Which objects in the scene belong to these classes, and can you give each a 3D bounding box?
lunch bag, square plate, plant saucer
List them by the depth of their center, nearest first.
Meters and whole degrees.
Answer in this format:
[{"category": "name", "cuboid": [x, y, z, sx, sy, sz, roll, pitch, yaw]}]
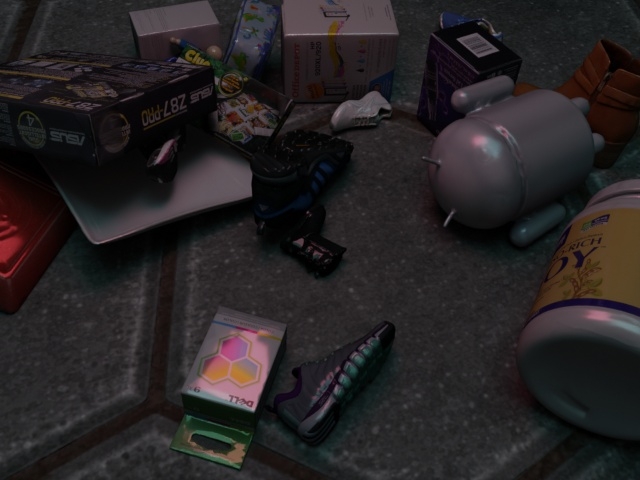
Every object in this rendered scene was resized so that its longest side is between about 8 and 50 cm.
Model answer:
[{"category": "plant saucer", "cuboid": [-0.550, -0.044, 1.132, 0.258, 0.048, 0.259, 28, 49, -8]}, {"category": "square plate", "cuboid": [-0.318, -0.136, 1.258, 0.347, 0.049, 0.344, -20, 52, -33]}, {"category": "lunch bag", "cuboid": [-0.156, -0.390, 1.446, 0.090, 0.176, 0.219, 20, 44, -15]}]

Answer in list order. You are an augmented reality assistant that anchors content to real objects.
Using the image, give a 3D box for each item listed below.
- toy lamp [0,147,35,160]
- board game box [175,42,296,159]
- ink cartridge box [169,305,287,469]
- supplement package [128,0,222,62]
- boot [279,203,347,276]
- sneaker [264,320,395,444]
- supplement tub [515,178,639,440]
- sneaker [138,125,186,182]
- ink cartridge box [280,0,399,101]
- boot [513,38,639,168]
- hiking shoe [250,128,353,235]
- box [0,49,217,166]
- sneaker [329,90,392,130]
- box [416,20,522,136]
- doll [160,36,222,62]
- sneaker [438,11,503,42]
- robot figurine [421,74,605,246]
[{"category": "toy lamp", "cuboid": [-0.600, -0.134, 1.252, 0.080, 0.080, 0.275, 26, 52, 19]}, {"category": "board game box", "cuboid": [-0.186, -0.263, 1.317, 0.259, 0.030, 0.136, 32, 89, 18]}, {"category": "ink cartridge box", "cuboid": [-0.129, 0.203, 0.986, 0.108, 0.062, 0.209, 14, 49, 8]}, {"category": "supplement package", "cuboid": [-0.317, -0.448, 1.530, 0.179, 0.105, 0.105, -14, 49, -15]}, {"category": "boot", "cuboid": [0.000, -0.001, 1.189, 0.099, 0.045, 0.121, 30, 58, 23]}, {"category": "sneaker", "cuboid": [0.019, 0.182, 1.004, 0.098, 0.083, 0.223, 27, 53, 26]}, {"category": "supplement tub", "cuboid": [0.444, 0.089, 1.004, 0.240, 0.241, 0.331, 23, 50, 16]}, {"category": "sneaker", "cuboid": [-0.287, -0.158, 1.214, 0.077, 0.072, 0.178, 4, 31, -1]}, {"category": "ink cartridge box", "cuboid": [0.033, -0.409, 1.473, 0.232, 0.171, 0.168, -2, 48, -4]}, {"category": "boot", "cuboid": [0.504, -0.297, 1.366, 0.109, 0.220, 0.283, -24, 54, -22]}, {"category": "hiking shoe", "cuboid": [-0.040, -0.117, 1.250, 0.113, 0.132, 0.304, 22, 27, 22]}, {"category": "box", "cuboid": [-0.431, -0.250, 1.215, 0.394, 0.097, 0.318, 12, 28, 24]}, {"category": "sneaker", "cuboid": [0.085, -0.260, 1.421, 0.152, 0.054, 0.061, -30, 59, -27]}, {"category": "box", "cuboid": [0.286, -0.295, 1.362, 0.108, 0.207, 0.153, -22, 52, -21]}, {"category": "doll", "cuboid": [-0.290, -0.370, 1.475, 0.189, 0.046, 0.129, -31, 100, -23]}, {"category": "sneaker", "cuboid": [0.359, -0.491, 1.626, 0.080, 0.081, 0.211, -26, 53, -22]}, {"category": "robot figurine", "cuboid": [0.337, -0.143, 1.233, 0.353, 0.199, 0.300, -23, 87, -23]}]
